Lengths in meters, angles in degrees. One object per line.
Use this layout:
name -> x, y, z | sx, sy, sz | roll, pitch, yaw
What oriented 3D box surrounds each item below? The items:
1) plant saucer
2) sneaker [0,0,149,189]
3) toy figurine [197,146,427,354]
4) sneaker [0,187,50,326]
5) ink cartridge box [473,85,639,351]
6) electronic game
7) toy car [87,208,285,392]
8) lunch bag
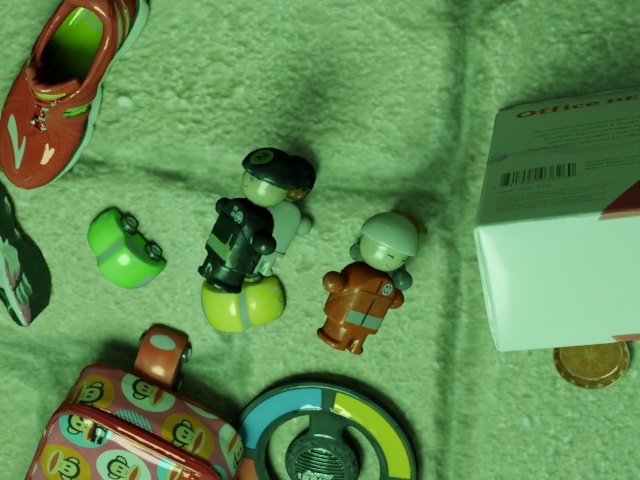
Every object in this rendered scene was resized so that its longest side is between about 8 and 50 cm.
plant saucer -> 0.297, 0.125, 1.368 | 0.083, 0.013, 0.083 | 5, 114, 12
sneaker -> -0.285, -0.166, 1.319 | 0.107, 0.118, 0.279 | 31, 116, 0
toy figurine -> 0.000, 0.000, 1.278 | 0.213, 0.209, 0.148 | 27, 100, 8
sneaker -> -0.381, 0.017, 1.460 | 0.077, 0.072, 0.178 | -14, 102, 31
ink cartridge box -> 0.270, -0.032, 1.143 | 0.226, 0.306, 0.131 | -7, 112, 16
electronic game -> 0.002, 0.266, 1.480 | 0.229, 0.048, 0.229 | 5, 114, 11
toy car -> -0.189, 0.064, 1.433 | 0.239, 0.053, 0.225 | -37, 101, 24
lunch bag -> -0.219, 0.302, 1.494 | 0.258, 0.120, 0.293 | 26, 128, -4
